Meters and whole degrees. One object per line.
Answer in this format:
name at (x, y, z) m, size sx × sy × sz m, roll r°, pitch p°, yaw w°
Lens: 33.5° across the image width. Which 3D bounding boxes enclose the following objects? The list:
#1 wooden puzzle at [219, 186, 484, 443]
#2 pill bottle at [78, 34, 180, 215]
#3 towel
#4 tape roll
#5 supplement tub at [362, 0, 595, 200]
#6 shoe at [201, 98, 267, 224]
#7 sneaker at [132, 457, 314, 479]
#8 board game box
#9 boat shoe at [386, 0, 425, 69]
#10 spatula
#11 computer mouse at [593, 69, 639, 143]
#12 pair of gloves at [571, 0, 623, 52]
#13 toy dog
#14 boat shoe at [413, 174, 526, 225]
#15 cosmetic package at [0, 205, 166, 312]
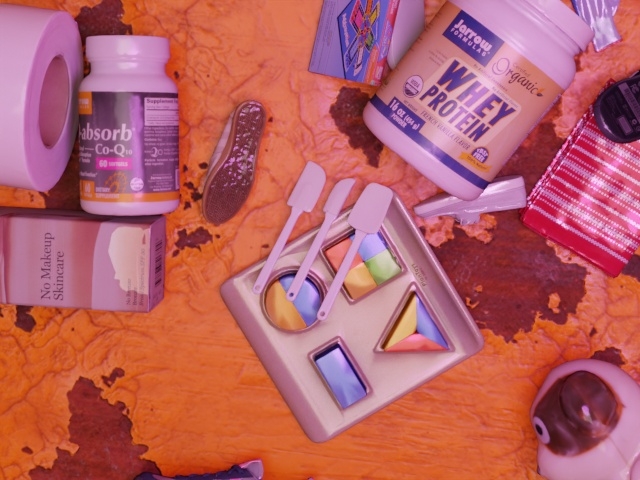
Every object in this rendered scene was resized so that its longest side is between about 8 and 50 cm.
wooden puzzle at (0.050, 0.131, 1.761) m, size 0.348 × 0.080 × 0.322 m, roll -31°, pitch 94°, yaw 7°
pill bottle at (-0.306, -0.184, 1.705) m, size 0.162 × 0.162 × 0.278 m, roll 0°, pitch 97°, yaw 4°
towel at (0.474, -0.097, 1.731) m, size 0.199 × 0.031 × 0.275 m, roll 33°, pitch 98°, yaw -1°
tape roll at (-0.456, -0.222, 1.651) m, size 0.100 × 0.286 × 0.286 m, roll 8°, pitch 97°, yaw 4°
supplement tub at (0.240, -0.244, 1.620) m, size 0.228 × 0.228 × 0.316 m, roll 37°, pitch 102°, yaw -1°
shoe at (-0.141, -0.131, 1.759) m, size 0.076 × 0.058 × 0.219 m, roll 18°, pitch 102°, yaw -19°
sneaker at (-0.159, 0.422, 1.810) m, size 0.319 × 0.112 × 0.131 m, roll 17°, pitch 81°, yaw -1°
board game box at (0.067, -0.393, 1.680) m, size 0.145 × 0.027 × 0.281 m, roll 20°, pitch 101°, yaw 43°
boat shoe at (0.120, -0.379, 1.703) m, size 0.070 × 0.078 × 0.219 m, roll 5°, pitch 92°, yaw 44°
spatula at (0.000, 0.000, 1.717) m, size 0.168 × 0.019 × 0.242 m, roll 22°, pitch 78°, yaw 19°
computer mouse at (0.549, -0.199, 1.679) m, size 0.262 × 0.060 × 0.184 m, roll -35°, pitch 91°, yaw -17°
pair of gloves at (0.396, -0.364, 1.707) m, size 0.198 × 0.023 × 0.159 m, roll -21°, pitch 95°, yaw 7°
toy dog at (0.526, 0.326, 1.656) m, size 0.408 × 0.284 × 0.395 m, roll 19°, pitch 97°, yaw 3°
boat shoe at (0.246, -0.057, 1.738) m, size 0.184 × 0.066 × 0.063 m, roll -16°, pitch 100°, yaw -1°
cosmetic package at (-0.412, 0.029, 1.754) m, size 0.296 × 0.129 × 0.153 m, roll 2°, pitch 98°, yaw 4°
